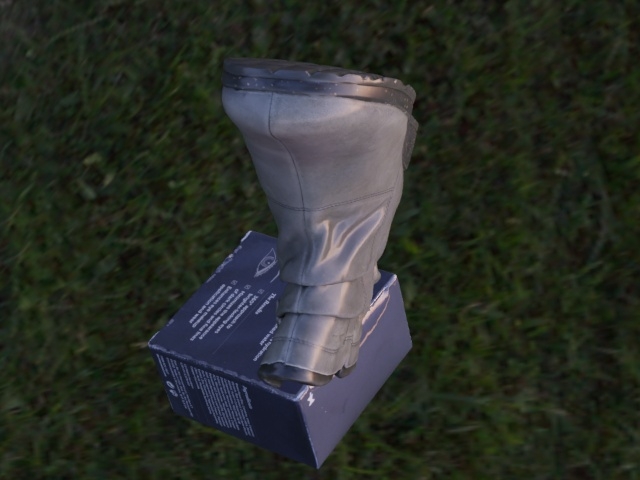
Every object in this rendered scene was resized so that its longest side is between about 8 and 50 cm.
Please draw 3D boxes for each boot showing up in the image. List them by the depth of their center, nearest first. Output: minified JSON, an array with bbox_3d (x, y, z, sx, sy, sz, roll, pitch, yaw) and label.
[{"bbox_3d":[0.000,0.000,0.813,0.083,0.246,0.161,10,86,13],"label":"boot"}]

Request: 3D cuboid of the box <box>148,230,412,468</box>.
[{"bbox_3d":[-0.032,0.089,1.341,0.156,0.158,0.093,-49,141,-34],"label":"box"}]
